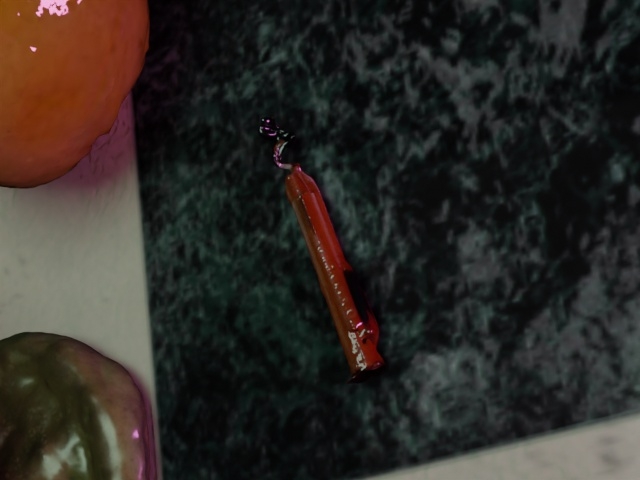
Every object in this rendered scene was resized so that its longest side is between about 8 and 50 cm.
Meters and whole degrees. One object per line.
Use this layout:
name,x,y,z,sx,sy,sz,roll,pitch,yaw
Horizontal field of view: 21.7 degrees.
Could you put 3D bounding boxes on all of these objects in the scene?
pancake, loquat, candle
pancake,-0.187,0.169,0.976,0.222,0.042,0.236,25,88,39
loquat,-0.201,-0.132,0.977,0.208,0.208,0.208,-10,71,29
candle,0.001,0.000,0.923,0.026,0.021,0.167,-43,57,38
